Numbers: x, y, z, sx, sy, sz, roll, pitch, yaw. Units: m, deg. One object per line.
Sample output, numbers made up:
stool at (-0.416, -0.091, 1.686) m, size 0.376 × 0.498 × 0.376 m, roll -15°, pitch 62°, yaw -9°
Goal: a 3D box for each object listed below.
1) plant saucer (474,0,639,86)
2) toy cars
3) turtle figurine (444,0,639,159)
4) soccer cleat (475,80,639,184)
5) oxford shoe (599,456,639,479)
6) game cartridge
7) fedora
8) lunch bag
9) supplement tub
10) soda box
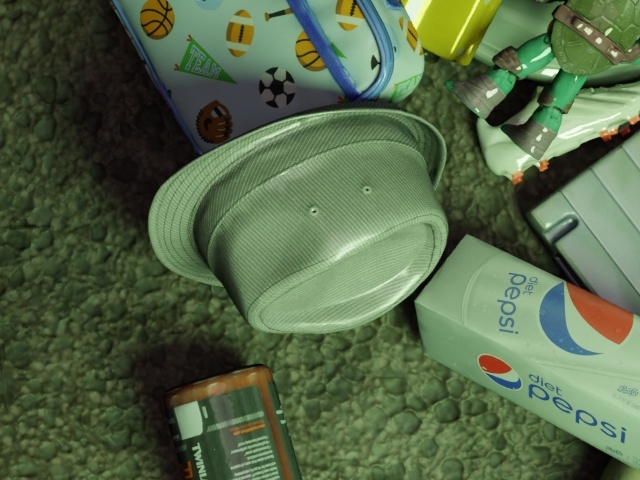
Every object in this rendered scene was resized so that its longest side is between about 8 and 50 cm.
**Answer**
plant saucer at (0.254, -0.354, 1.358) m, size 0.401 × 0.100 × 0.400 m, roll 0°, pitch 82°, yaw -1°
toy cars at (0.040, -0.340, 1.321) m, size 0.176 × 0.087 × 0.393 m, roll -21°, pitch 82°, yaw 29°
turtle figurine at (0.230, -0.193, 1.251) m, size 0.175 × 0.118 × 0.234 m, roll 38°, pitch 100°, yaw -9°
soccer cleat at (0.245, -0.124, 1.343) m, size 0.196 × 0.068 × 0.076 m, roll -24°, pitch 80°, yaw -2°
oxford shoe at (0.196, 0.307, 1.247) m, size 0.146 × 0.140 × 0.397 m, roll 32°, pitch 80°, yaw 10°
game cartridge at (0.389, 0.051, 1.327) m, size 0.230 × 0.068 × 0.355 m, roll -35°, pitch 84°, yaw -10°
fedora at (0.000, 0.000, 1.219) m, size 0.275 × 0.243 × 0.124 m, roll -17°, pitch 57°, yaw -15°
lunch bag at (-0.056, -0.221, 1.270) m, size 0.243 × 0.115 × 0.303 m, roll -34°, pitch 82°, yaw 30°
supplement tub at (-0.070, 0.218, 1.265) m, size 0.106 × 0.106 × 0.197 m, roll -16°, pitch 82°, yaw -4°
soda box at (0.226, 0.107, 1.232) m, size 0.286 × 0.098 × 0.091 m, roll 27°, pitch 62°, yaw 27°
